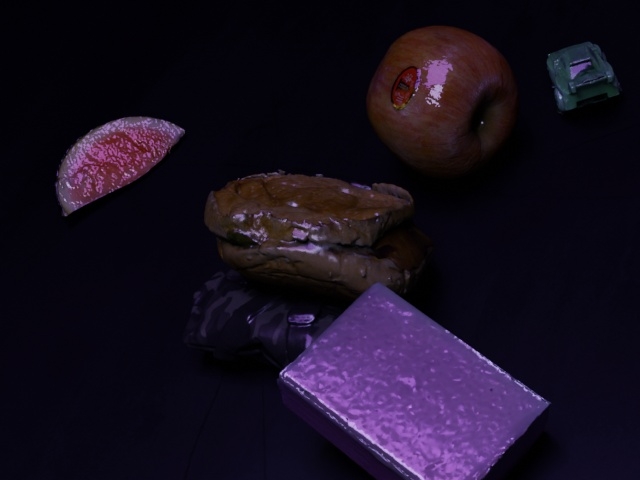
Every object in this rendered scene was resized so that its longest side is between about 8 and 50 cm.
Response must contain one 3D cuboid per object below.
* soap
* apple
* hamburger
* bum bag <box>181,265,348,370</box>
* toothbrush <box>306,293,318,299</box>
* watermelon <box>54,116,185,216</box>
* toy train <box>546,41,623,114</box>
[{"bbox_3d":[0.103,0.186,1.454,0.259,0.081,0.181,34,63,25],"label":"soap"},{"bbox_3d":[0.169,-0.193,1.787,0.188,0.211,0.211,28,60,38],"label":"apple"},{"bbox_3d":[0.000,-0.001,1.647,0.285,0.134,0.265,7,21,17],"label":"hamburger"},{"bbox_3d":[-0.040,0.117,1.631,0.340,0.095,0.144,19,50,33],"label":"bum bag"},{"bbox_3d":[-0.064,0.078,1.742,0.131,0.011,0.013,-2,32,21],"label":"toothbrush"},{"bbox_3d":[-0.334,-0.125,2.040,0.245,0.063,0.119,-37,62,-24],"label":"watermelon"},{"bbox_3d":[0.377,-0.241,1.844,0.099,0.081,0.149,-17,42,7],"label":"toy train"}]
